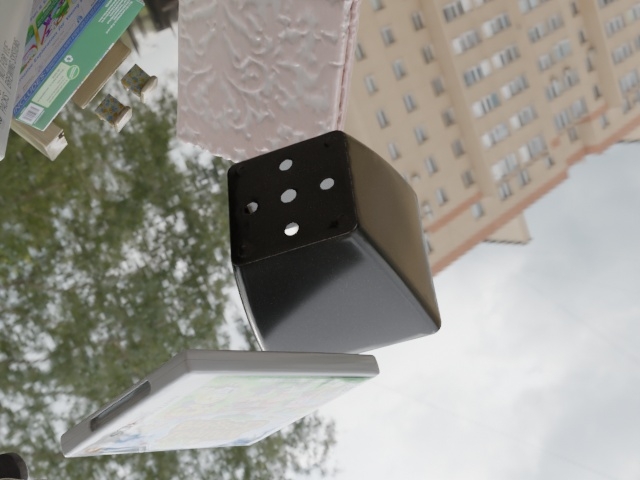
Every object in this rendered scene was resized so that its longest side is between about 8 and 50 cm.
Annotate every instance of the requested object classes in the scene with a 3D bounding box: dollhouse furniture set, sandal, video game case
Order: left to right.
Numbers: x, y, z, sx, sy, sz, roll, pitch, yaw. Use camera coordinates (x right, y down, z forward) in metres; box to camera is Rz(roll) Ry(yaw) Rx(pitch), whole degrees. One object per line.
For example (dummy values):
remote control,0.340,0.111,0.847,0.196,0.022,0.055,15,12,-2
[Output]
sandal,-0.625,0.449,1.590,0.254,0.097,0.054,-37,165,15
dollhouse furniture set,-0.439,-0.274,1.601,0.242,0.212,0.161,-53,-174,-10
video game case,-0.085,0.144,0.792,0.212,0.023,0.193,8,146,-44

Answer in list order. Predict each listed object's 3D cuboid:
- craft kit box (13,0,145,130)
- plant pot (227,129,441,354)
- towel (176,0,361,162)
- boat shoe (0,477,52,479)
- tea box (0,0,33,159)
craft kit box,-0.371,-0.326,1.315,0.250,0.061,0.246,-44,-130,21
plant pot,0.000,0.000,0.920,0.188,0.167,0.187,-16,-127,13
towel,-0.090,-0.260,1.382,0.332,0.317,0.053,24,-149,32
boat shoe,-0.475,0.400,1.421,0.125,0.046,0.038,3,-178,-15
tea box,-0.446,-0.228,0.790,0.220,0.323,0.329,-25,-138,12
